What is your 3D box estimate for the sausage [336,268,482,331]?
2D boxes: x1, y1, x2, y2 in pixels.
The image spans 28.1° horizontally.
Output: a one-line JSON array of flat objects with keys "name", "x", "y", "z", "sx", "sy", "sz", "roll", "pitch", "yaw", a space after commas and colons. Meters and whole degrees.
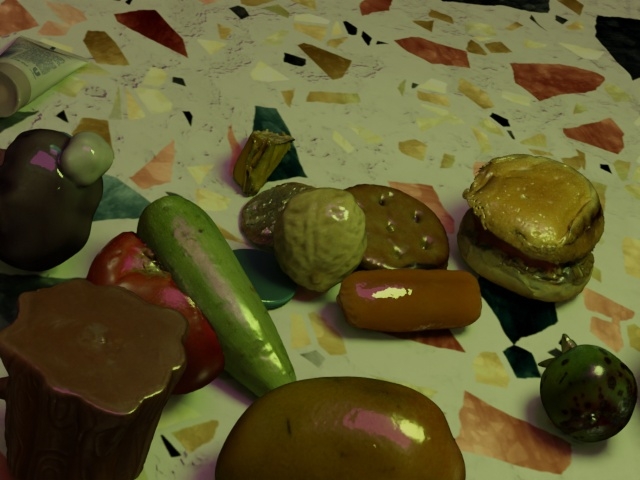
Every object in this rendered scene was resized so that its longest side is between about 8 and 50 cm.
[{"name": "sausage", "x": 0.134, "y": 0.092, "z": 1.936, "sx": 0.238, "sy": 0.098, "sz": 0.098, "roll": 0, "pitch": 43, "yaw": -25}]

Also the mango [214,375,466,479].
[{"name": "mango", "x": 0.027, "y": 0.277, "z": 1.610, "sx": 0.317, "sy": 0.173, "sz": 0.211, "roll": 4, "pitch": 82, "yaw": -2}]

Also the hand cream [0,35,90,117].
[{"name": "hand cream", "x": -0.496, "y": -0.288, "z": 2.149, "sx": 0.133, "sy": 0.083, "sz": 0.248, "roll": 23, "pitch": 28, "yaw": 4}]

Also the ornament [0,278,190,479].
[{"name": "ornament", "x": -0.279, "y": 0.196, "z": 1.547, "sx": 0.235, "sy": 0.217, "sz": 0.221, "roll": -8, "pitch": 46, "yaw": -30}]

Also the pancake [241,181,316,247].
[{"name": "pancake", "x": -0.055, "y": -0.044, "z": 2.029, "sx": 0.152, "sy": 0.025, "sz": 0.151, "roll": -12, "pitch": 42, "yaw": 11}]

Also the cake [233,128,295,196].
[{"name": "cake", "x": -0.096, "y": -0.163, "z": 2.129, "sx": 0.080, "sy": 0.116, "sz": 0.185, "roll": 26, "pitch": 44, "yaw": 11}]

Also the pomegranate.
[{"name": "pomegranate", "x": 0.385, "y": 0.219, "z": 1.867, "sx": 0.148, "sy": 0.148, "sz": 0.169, "roll": 17, "pitch": 2, "yaw": -2}]

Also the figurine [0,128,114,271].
[{"name": "figurine", "x": -0.481, "y": -0.094, "z": 1.823, "sx": 0.365, "sy": 0.218, "sz": 0.206, "roll": 22, "pitch": 76, "yaw": 8}]

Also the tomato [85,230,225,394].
[{"name": "tomato", "x": -0.240, "y": 0.114, "z": 1.692, "sx": 0.139, "sy": 0.200, "sz": 0.233, "roll": -32, "pitch": 47, "yaw": -16}]

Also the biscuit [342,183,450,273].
[{"name": "biscuit", "x": 0.107, "y": -0.003, "z": 2.053, "sx": 0.220, "sy": 0.066, "sz": 0.220, "roll": 11, "pitch": 41, "yaw": -10}]

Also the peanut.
[{"name": "peanut", "x": 0.000, "y": 0.000, "z": 1.919, "sx": 0.140, "sy": 0.159, "sz": 0.109, "roll": 1, "pitch": 16, "yaw": 18}]

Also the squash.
[{"name": "squash", "x": -0.144, "y": 0.093, "z": 1.793, "sx": 0.118, "sy": 0.118, "sz": 0.370, "roll": -19, "pitch": 68, "yaw": -37}]

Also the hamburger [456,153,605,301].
[{"name": "hamburger", "x": 0.343, "y": -0.017, "z": 2.095, "sx": 0.244, "sy": 0.163, "sz": 0.244, "roll": 5, "pitch": 42, "yaw": -5}]

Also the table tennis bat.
[{"name": "table tennis bat", "x": -0.131, "y": 0.053, "z": 1.922, "sx": 0.201, "sy": 0.033, "sz": 0.124, "roll": 3, "pitch": 40, "yaw": -22}]
